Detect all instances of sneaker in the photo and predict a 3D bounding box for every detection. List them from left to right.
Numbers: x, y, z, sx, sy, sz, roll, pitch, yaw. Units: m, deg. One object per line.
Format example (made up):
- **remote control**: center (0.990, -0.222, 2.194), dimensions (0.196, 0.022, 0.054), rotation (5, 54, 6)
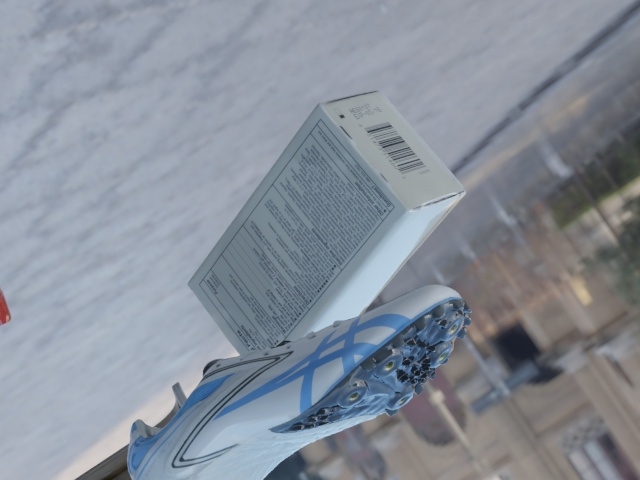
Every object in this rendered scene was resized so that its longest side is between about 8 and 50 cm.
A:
- **sneaker**: center (-0.020, 0.087, 0.849), dimensions (0.237, 0.086, 0.085), rotation (-33, 153, 15)

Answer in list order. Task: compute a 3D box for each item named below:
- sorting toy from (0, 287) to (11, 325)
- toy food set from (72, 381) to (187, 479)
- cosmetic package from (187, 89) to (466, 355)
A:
- **sorting toy**: center (-0.445, -0.023, 1.374), dimensions (0.127, 0.366, 0.126), rotation (-19, 123, -55)
- **toy food set**: center (-0.202, 0.290, 1.220), dimensions (0.306, 0.219, 0.092), rotation (-34, 147, 3)
- **cosmetic package**: center (0.000, 0.000, 1.565), dimensions (0.113, 0.160, 0.309), rotation (-19, 156, -48)
